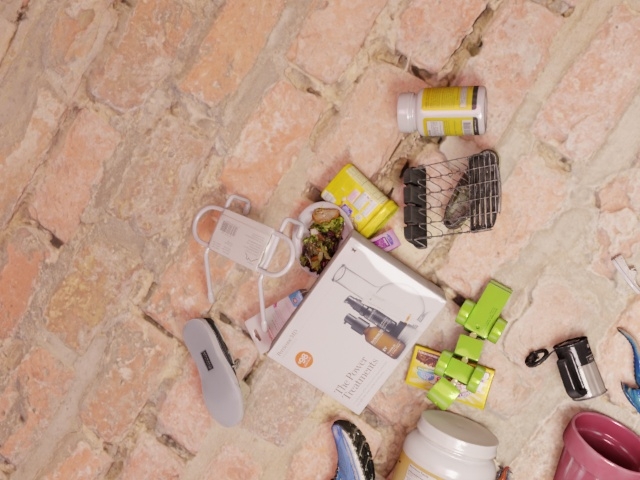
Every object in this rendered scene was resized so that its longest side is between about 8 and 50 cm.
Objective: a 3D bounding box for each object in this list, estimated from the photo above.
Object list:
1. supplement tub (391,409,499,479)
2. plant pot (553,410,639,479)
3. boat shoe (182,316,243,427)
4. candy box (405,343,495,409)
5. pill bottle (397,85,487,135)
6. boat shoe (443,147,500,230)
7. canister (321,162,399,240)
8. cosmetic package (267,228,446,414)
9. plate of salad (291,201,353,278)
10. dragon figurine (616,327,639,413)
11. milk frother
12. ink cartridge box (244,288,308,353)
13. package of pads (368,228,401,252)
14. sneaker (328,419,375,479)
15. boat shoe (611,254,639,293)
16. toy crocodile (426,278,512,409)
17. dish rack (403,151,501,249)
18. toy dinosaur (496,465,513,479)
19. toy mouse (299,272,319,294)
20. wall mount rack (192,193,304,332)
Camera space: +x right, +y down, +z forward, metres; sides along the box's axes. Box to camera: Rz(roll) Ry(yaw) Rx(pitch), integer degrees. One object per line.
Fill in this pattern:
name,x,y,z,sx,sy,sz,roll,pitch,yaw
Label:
supplement tub,0.285,0.591,1.765,0.228,0.228,0.316,19,97,15
plant pot,0.630,0.526,1.688,0.201,0.201,0.180,28,114,14
boat shoe,-0.275,0.352,1.993,0.113,0.105,0.306,-34,76,19
candy box,0.325,0.342,1.851,0.206,0.027,0.105,16,97,16
pill bottle,0.297,-0.314,1.794,0.208,0.119,0.119,2,92,17
boat shoe,0.370,-0.121,1.800,0.080,0.073,0.223,32,101,12
canister,0.099,-0.100,1.884,0.170,0.073,0.126,45,105,13
cosmetic package,0.088,0.206,1.835,0.284,0.097,0.377,34,104,-3
plate of salad,0.000,0.000,1.884,0.200,0.048,0.200,1,92,35
dragon figurine,0.746,0.350,1.693,0.144,0.085,0.289,-41,81,13
milk frother,0.579,0.313,1.748,0.143,0.129,0.134,-27,81,59
ink cartridge box,-0.098,0.216,1.956,0.181,0.061,0.104,-30,81,15
package of pads,0.160,0.008,1.868,0.050,0.083,0.032,58,150,9
sneaker,0.064,0.626,1.885,0.147,0.130,0.330,-11,88,14
boat shoe,0.724,0.078,1.720,0.035,0.035,0.100,-37,75,17
toy crocodile,0.365,0.255,1.791,0.115,0.105,0.340,24,81,14
dish rack,0.312,-0.098,1.749,0.271,0.074,0.208,-9,76,41
toy dinosaur,0.434,0.597,1.806,0.047,0.090,0.082,20,65,31
toy mouse,0.032,0.141,1.914,0.161,0.031,0.143,-22,77,-9
wall mount rack,-0.194,0.054,1.917,0.350,0.130,0.304,24,91,34
